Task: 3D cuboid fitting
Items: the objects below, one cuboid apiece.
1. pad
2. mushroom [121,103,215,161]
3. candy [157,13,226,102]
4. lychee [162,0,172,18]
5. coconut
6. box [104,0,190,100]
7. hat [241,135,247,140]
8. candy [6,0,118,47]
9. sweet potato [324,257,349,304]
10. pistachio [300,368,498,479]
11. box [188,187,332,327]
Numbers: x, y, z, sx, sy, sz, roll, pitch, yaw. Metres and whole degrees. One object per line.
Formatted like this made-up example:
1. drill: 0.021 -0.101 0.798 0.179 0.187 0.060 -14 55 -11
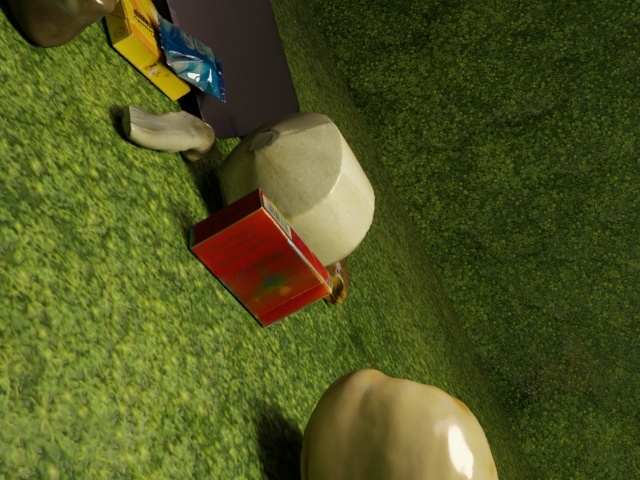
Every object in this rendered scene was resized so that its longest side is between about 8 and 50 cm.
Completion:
1. pad: -0.150 -0.355 1.338 0.315 0.063 0.375 -19 95 -50
2. mushroom: -0.202 -0.141 1.054 0.059 0.054 0.202 58 18 8
3. candy: -0.187 -0.266 1.179 0.136 0.038 0.088 30 45 -49
4. lychee: -0.202 -0.432 1.412 0.171 0.171 0.171 56 14 -22
5. coconut: -0.041 -0.076 1.168 0.241 0.241 0.241 56 14 -22
6. box: -0.276 -0.350 1.201 0.152 0.043 0.269 39 25 -58
7. hat: -0.081 -0.195 1.515 0.205 0.089 0.205 56 13 -21
8. candy: -0.290 -0.312 0.931 0.102 0.104 0.234 53 16 -31
9. sweet potato: 0.000 0.000 1.458 0.077 0.077 0.244 41 25 -57
10. pistachio: 0.097 0.298 0.914 0.238 0.229 0.321 -23 90 -35
11. box: -0.075 0.025 1.041 0.175 0.112 0.048 53 15 -36
